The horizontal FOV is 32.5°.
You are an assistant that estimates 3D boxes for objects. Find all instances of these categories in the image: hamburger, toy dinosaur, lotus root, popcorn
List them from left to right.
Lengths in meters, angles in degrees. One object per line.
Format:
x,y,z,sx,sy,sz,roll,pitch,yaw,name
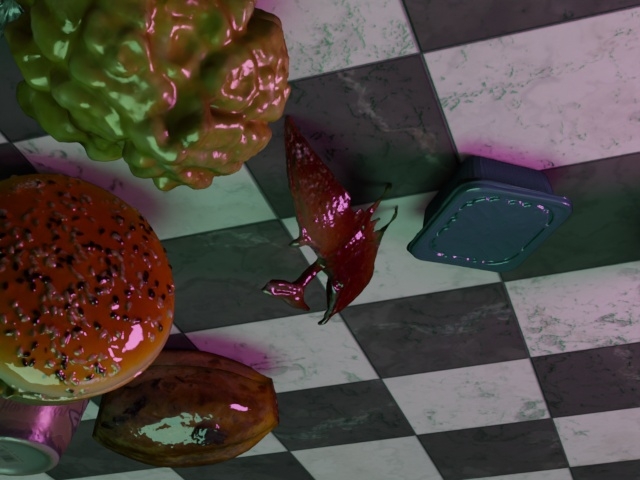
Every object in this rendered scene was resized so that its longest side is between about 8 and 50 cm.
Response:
-0.321,0.060,1.311,0.300,0.300,0.176,11,152,-17,hamburger
-0.158,-0.171,1.024,0.257,0.224,0.270,21,167,14,popcorn
-0.204,0.257,1.716,0.290,0.193,0.193,5,147,-9,lotus root
0.007,-0.003,1.384,0.207,0.113,0.327,-53,153,8,toy dinosaur

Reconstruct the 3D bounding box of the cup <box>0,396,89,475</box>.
-0.429,0.165,1.506,0.227,0.257,0.301,-14,143,17,cup

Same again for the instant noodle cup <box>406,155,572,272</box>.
0.207,-0.035,1.365,0.157,0.070,0.179,11,145,-18,instant noodle cup

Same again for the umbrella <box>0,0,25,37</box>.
-0.362,-0.226,1.097,0.188,0.046,0.050,-9,150,5,umbrella
